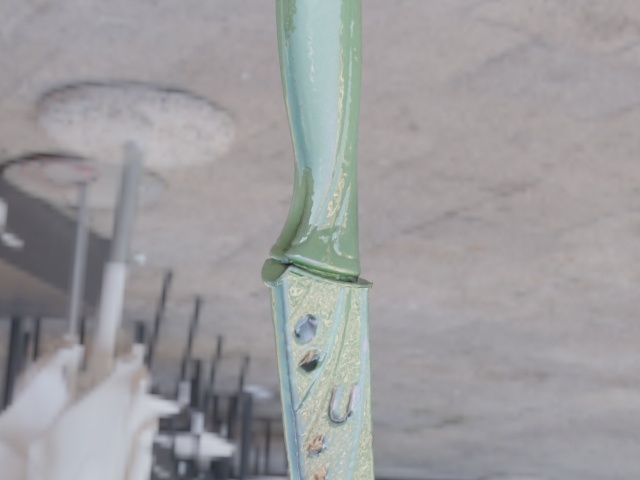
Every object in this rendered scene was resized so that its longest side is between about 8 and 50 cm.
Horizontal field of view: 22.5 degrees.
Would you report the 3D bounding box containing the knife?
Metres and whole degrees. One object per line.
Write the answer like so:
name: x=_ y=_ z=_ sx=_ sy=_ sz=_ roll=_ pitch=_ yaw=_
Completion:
knife: x=-0.001 y=0.000 z=0.531 sx=0.043 sy=0.293 sz=0.020 roll=-21 pitch=-152 yaw=-36
